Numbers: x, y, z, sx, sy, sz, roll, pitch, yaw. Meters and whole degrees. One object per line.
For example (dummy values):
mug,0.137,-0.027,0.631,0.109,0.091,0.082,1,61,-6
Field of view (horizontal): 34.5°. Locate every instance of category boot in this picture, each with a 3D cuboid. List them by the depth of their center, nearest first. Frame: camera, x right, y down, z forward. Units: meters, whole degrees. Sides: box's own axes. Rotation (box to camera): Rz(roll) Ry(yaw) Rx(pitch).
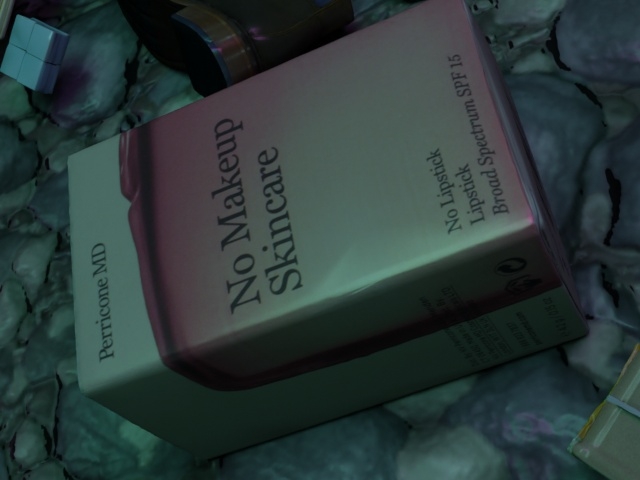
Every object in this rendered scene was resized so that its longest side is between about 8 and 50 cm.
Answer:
boot,-0.072,-0.171,0.714,0.106,0.082,0.219,-29,48,-17

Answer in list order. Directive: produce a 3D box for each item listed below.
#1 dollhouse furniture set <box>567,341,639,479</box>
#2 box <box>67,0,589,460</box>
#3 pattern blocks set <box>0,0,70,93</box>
dollhouse furniture set,0.186,0.097,0.427,0.076,0.058,0.151,-58,34,-2
box,0.000,0.000,0.539,0.232,0.127,0.149,-21,57,14
pattern blocks set,-0.291,-0.243,0.802,0.324,0.026,0.286,16,97,34
